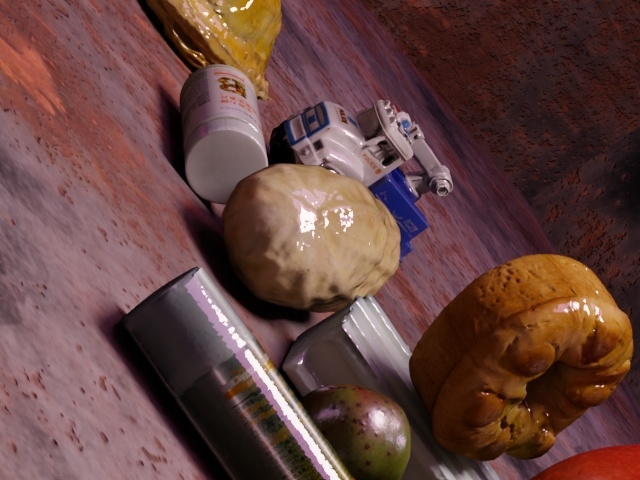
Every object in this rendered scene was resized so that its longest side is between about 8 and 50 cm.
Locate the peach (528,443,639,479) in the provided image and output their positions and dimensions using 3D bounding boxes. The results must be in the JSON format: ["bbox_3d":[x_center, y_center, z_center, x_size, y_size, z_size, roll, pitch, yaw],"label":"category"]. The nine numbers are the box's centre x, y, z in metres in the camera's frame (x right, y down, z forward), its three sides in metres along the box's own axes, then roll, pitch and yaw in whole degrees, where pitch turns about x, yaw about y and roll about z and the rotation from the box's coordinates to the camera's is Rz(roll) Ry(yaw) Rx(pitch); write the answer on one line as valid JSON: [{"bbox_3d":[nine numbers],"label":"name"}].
[{"bbox_3d":[0.308,0.355,1.737,0.370,0.370,0.370,53,12,-16],"label":"peach"}]

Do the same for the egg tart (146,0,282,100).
[{"bbox_3d":[-0.130,-0.314,2.353,0.319,0.128,0.319,55,10,-14],"label":"egg tart"}]

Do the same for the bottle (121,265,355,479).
[{"bbox_3d":[-0.044,0.155,1.488,0.286,0.082,0.082,56,11,-4],"label":"bottle"}]

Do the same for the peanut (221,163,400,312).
[{"bbox_3d":[0.000,0.000,1.944,0.152,0.152,0.313,59,10,15],"label":"peanut"}]

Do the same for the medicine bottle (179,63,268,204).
[{"bbox_3d":[-0.103,-0.114,2.000,0.086,0.086,0.183,50,12,-25],"label":"medicine bottle"}]

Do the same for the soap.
[{"bbox_3d":[0.072,0.189,1.873,0.261,0.094,0.150,56,16,-6],"label":"soap"}]

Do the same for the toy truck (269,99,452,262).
[{"bbox_3d":[0.051,-0.080,2.316,0.213,0.177,0.161,49,14,-33],"label":"toy truck"}]

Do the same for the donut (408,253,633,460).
[{"bbox_3d":[0.193,0.115,1.826,0.226,0.226,0.114,40,15,-54],"label":"donut"}]

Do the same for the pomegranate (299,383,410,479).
[{"bbox_3d":[0.023,0.192,1.637,0.114,0.115,0.142,38,46,-57],"label":"pomegranate"}]
